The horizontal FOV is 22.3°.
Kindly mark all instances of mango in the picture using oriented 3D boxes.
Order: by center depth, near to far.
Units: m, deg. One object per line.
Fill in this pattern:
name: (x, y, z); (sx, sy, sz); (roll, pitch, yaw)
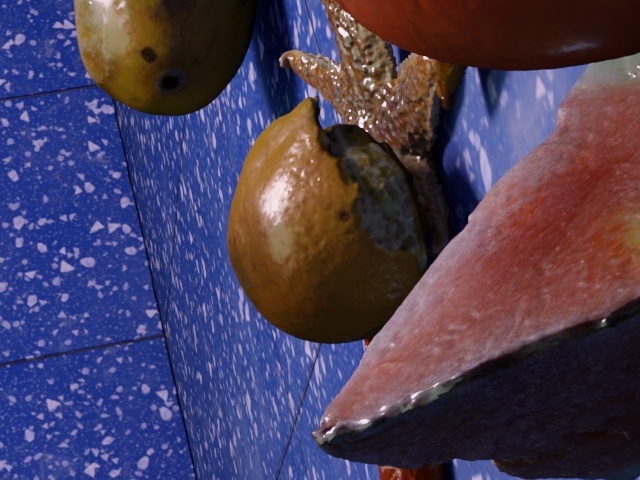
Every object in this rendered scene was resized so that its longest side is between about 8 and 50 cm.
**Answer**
mango: (-0.129, -0.270, 1.418); (0.176, 0.175, 0.329); (-1, 77, 47)

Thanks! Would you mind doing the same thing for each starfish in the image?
starfish: (0.034, -0.073, 1.057); (0.231, 0.048, 0.295); (59, 162, 30)

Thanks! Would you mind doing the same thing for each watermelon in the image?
watermelon: (0.112, 0.034, 0.553); (0.136, 0.202, 0.207); (42, 173, -7)

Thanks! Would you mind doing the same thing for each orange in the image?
orange: (0.000, 0.000, 0.995); (0.170, 0.112, 0.160); (63, 169, -30)

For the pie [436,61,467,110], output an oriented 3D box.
pie: (0.077, -0.147, 0.821); (0.191, 0.033, 0.088); (95, 170, -68)

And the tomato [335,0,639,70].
tomato: (0.067, -0.173, 0.488); (0.260, 0.180, 0.260); (169, 90, -81)

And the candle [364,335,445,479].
candle: (0.071, 0.213, 1.116); (0.051, 0.048, 0.329); (-20, -77, -60)
